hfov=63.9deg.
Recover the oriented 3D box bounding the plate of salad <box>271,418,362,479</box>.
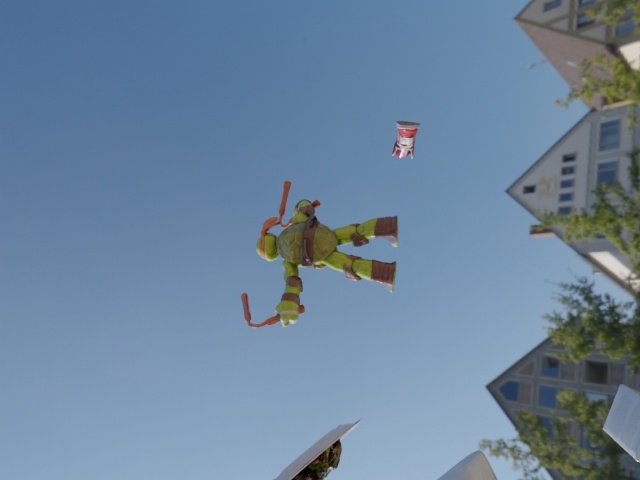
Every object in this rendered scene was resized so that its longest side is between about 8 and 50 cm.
[{"bbox_3d":[-0.014,0.318,0.703,0.200,0.200,0.048,-23,-115,-40],"label":"plate of salad"}]

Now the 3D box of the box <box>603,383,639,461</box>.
[{"bbox_3d":[0.559,0.315,0.825,0.170,0.130,0.091,18,-87,-75],"label":"box"}]

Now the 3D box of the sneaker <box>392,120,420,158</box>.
[{"bbox_3d":[0.152,-0.179,0.923,0.118,0.042,0.067,-40,-39,-75],"label":"sneaker"}]

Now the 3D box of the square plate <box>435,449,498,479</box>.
[{"bbox_3d":[0.188,0.554,0.762,0.049,0.347,0.344,16,-144,-35],"label":"square plate"}]

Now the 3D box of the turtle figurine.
[{"bbox_3d":[0.000,0.000,0.727,0.087,0.217,0.269,79,-164,-48],"label":"turtle figurine"}]
